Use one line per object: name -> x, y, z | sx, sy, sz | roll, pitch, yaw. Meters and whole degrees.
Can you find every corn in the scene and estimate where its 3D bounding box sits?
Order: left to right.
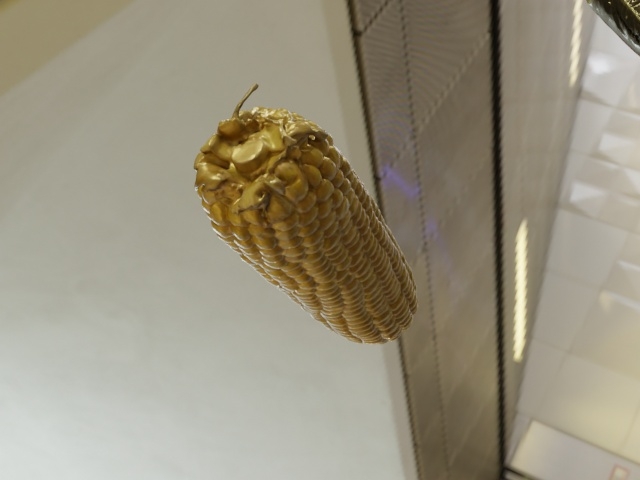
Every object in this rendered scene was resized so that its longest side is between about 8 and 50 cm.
corn -> 0.000, 0.000, 0.809 | 0.106, 0.106, 0.305 | -63, -29, -13

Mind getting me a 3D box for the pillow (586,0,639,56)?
pillow -> 0.283, -0.204, 0.924 | 0.141, 0.208, 0.055 | 21, -56, -38
